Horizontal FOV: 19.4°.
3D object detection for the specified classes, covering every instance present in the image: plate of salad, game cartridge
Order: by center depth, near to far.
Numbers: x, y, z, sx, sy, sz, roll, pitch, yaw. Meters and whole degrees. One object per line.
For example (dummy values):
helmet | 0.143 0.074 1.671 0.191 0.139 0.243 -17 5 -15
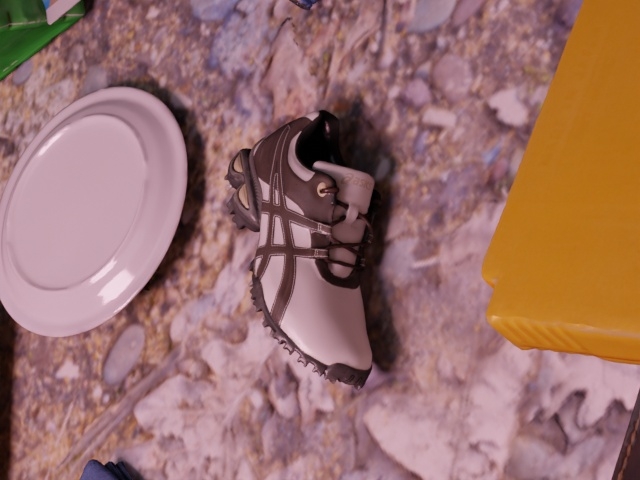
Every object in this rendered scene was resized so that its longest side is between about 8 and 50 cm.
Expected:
game cartridge | 0.250 -0.064 0.951 0.323 0.052 0.285 3 64 47
plate of salad | -0.170 -0.020 1.409 0.200 0.048 0.200 -17 61 32

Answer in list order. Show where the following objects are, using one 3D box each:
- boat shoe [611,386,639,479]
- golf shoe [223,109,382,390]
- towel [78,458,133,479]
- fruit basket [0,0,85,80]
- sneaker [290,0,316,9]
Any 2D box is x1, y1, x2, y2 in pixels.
boat shoe | 0.186 0.197 0.935 0.132 0.130 0.355 -4 76 44
golf shoe | 0.000 0.000 1.214 0.094 0.077 0.198 -42 54 29
towel | -0.137 0.211 1.326 0.119 0.029 0.067 41 108 42
fruit basket | -0.358 -0.281 1.513 0.327 0.165 0.353 -29 90 39
sneaker | -0.033 -0.218 1.332 0.058 0.052 0.135 -52 55 9
